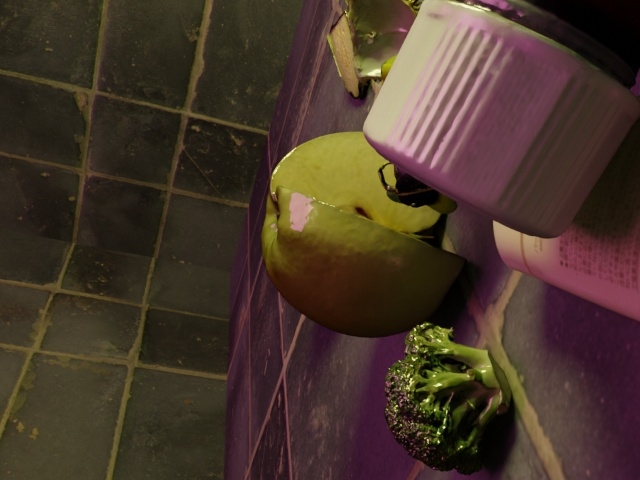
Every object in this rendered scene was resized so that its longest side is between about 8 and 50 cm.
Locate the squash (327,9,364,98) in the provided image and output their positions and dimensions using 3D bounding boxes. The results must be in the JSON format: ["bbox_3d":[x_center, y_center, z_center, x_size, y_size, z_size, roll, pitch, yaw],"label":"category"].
[{"bbox_3d":[0.094,-0.427,1.603,0.192,0.085,0.184,-170,63,-79],"label":"squash"}]

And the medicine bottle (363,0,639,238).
[{"bbox_3d":[0.183,-0.207,0.478,0.395,0.242,0.242,-59,18,17],"label":"medicine bottle"}]

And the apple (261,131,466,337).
[{"bbox_3d":[0.047,0.004,0.971,0.295,0.257,0.233,-98,21,-53],"label":"apple"}]

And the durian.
[{"bbox_3d":[0.118,-0.394,1.239,0.252,0.139,0.144,77,173,-51],"label":"durian"}]

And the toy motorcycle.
[{"bbox_3d":[0.156,-0.146,0.884,0.142,0.206,0.342,61,-173,-28],"label":"toy motorcycle"}]

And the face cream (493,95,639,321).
[{"bbox_3d":[0.243,-0.032,0.553,0.348,0.081,0.174,-146,73,-76],"label":"face cream"}]

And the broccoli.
[{"bbox_3d":[0.133,0.170,0.754,0.138,0.146,0.162,-28,54,22],"label":"broccoli"}]
